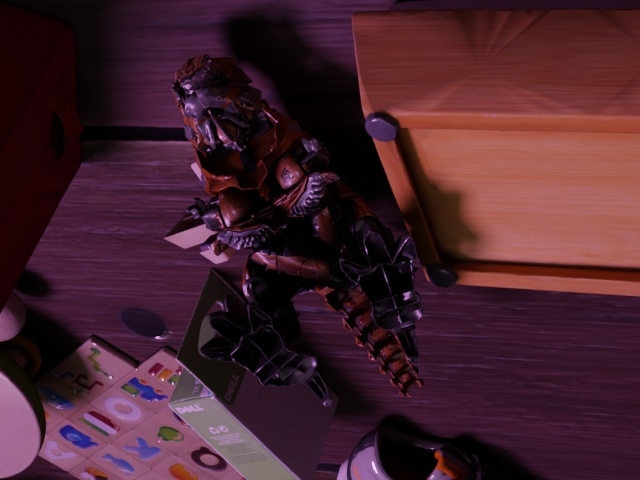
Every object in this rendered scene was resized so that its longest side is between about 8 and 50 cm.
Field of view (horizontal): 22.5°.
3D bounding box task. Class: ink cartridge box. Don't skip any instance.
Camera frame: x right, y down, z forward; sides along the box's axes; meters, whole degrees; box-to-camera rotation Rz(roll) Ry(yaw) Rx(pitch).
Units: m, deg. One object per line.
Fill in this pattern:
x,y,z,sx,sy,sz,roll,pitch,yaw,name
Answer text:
-0.076,0.137,1.519,0.062,0.109,0.209,-14,131,37,ink cartridge box

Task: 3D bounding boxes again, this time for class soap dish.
0.178,-0.061,1.133,0.291,0.118,0.229,3,141,25,soap dish

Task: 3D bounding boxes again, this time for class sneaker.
0.150,0.262,1.582,0.272,0.100,0.108,20,139,2,sneaker

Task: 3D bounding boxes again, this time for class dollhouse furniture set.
-0.114,-0.027,1.363,0.114,0.091,0.081,-17,114,44,dollhouse furniture set

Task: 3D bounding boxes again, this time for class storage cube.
-0.317,-0.073,1.298,0.215,0.193,0.183,17,144,7,storage cube

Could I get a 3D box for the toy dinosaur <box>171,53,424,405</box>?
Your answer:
0.000,0.000,1.241,0.322,0.218,0.164,32,112,-25,toy dinosaur

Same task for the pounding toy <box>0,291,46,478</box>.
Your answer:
-0.354,0.124,1.660,0.183,0.110,0.236,8,127,16,pounding toy

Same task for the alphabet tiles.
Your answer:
-0.181,0.217,1.759,0.285,0.011,0.342,33,142,-17,alphabet tiles
